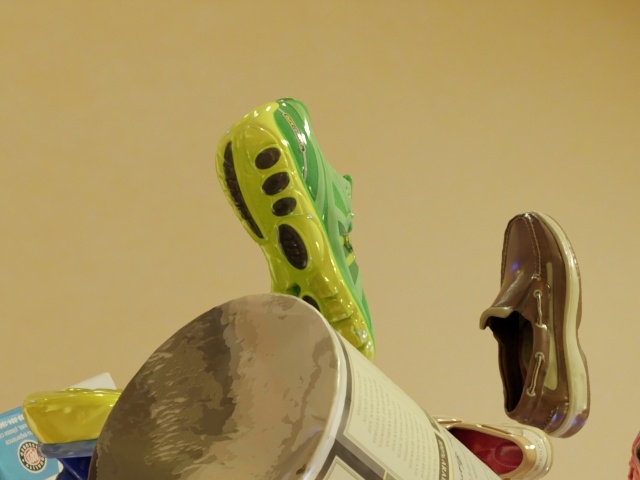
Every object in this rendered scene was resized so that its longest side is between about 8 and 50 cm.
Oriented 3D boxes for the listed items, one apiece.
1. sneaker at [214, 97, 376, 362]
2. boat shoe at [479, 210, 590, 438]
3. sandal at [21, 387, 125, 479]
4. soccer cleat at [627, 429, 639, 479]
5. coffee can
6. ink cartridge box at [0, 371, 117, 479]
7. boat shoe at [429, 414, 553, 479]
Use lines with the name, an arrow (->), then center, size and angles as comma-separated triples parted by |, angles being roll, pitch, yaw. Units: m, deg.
sneaker -> 0.000, 0.000, 1.766 | 0.109, 0.123, 0.296 | 5, -52, 33
boat shoe -> 0.213, 0.076, 1.970 | 0.095, 0.095, 0.257 | -49, -142, 45
sandal -> -0.149, 0.201, 1.732 | 0.126, 0.317, 0.138 | -3, -94, 38
soccer cleat -> 0.369, 0.248, 2.050 | 0.109, 0.116, 0.318 | 57, -33, 32
coffee can -> 0.011, 0.190, 1.253 | 0.275, 0.201, 0.201 | 44, -12, -35
ink cartridge box -> -0.281, 0.381, 2.149 | 0.166, 0.285, 0.395 | -28, -94, 25
boat shoe -> 0.104, 0.174, 1.574 | 0.059, 0.170, 0.063 | 12, 74, -64
